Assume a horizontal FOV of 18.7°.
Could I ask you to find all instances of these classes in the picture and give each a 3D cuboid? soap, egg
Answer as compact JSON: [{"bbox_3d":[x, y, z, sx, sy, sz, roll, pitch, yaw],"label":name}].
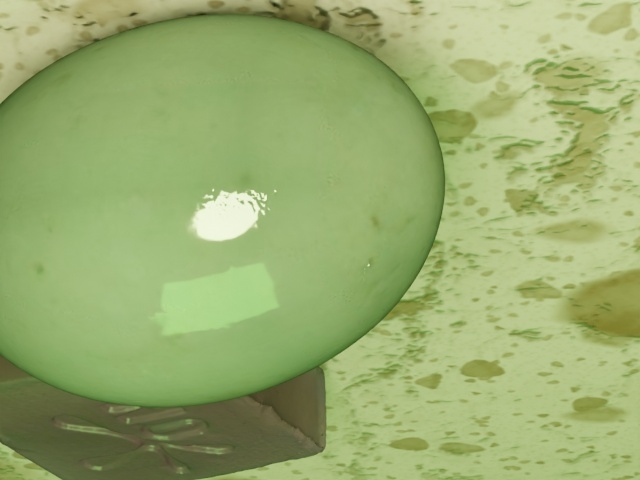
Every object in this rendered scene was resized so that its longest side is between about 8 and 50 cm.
[{"bbox_3d":[-0.183,0.135,1.856,0.285,0.107,0.296,-13,148,26],"label":"soap"},{"bbox_3d":[-0.097,-0.019,1.394,0.389,0.276,0.276,-12,150,26],"label":"egg"}]
